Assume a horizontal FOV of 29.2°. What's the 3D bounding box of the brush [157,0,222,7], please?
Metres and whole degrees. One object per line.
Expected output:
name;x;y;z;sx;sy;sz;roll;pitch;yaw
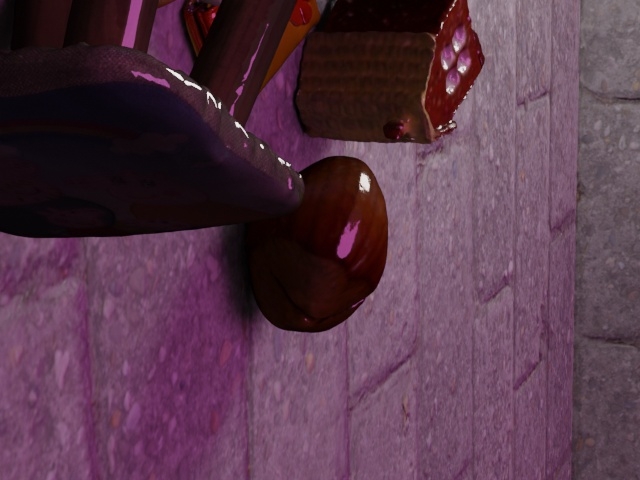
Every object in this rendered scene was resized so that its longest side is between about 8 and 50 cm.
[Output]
brush;-0.122;-0.313;1.183;0.266;0.166;0.174;-37;127;-63

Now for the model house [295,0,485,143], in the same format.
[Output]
model house;0.087;-0.222;1.650;0.254;0.196;0.160;-61;146;-42

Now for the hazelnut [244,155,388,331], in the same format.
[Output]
hazelnut;0.003;0.002;1.495;0.181;0.212;0.181;-27;76;-37

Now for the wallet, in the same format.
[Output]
wallet;-0.072;-0.262;1.431;0.241;0.067;0.141;-59;143;-46

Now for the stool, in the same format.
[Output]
stool;-0.184;-0.142;0.901;0.310;0.310;0.226;37;53;-65
